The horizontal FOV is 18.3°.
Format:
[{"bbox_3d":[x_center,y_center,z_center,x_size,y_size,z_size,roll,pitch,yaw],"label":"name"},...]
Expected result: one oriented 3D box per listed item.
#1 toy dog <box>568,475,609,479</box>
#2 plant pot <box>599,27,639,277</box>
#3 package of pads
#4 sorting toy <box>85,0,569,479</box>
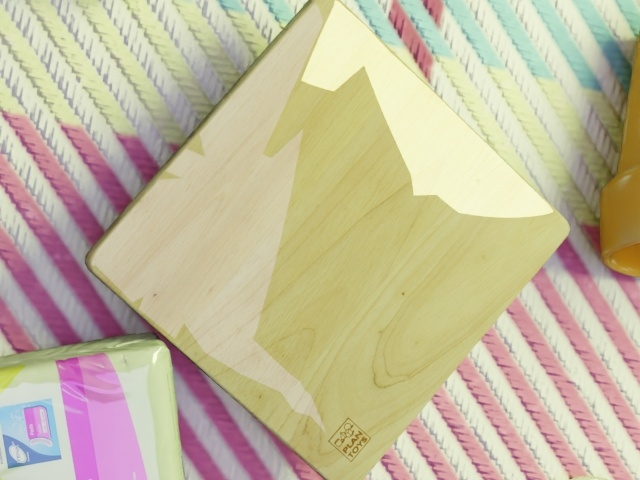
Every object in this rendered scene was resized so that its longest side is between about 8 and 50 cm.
[{"bbox_3d":[0.141,0.325,1.464,0.333,0.161,0.220,-18,99,-15],"label":"toy dog"},{"bbox_3d":[0.309,-0.080,1.481,0.205,0.205,0.188,3,77,-17],"label":"plant pot"},{"bbox_3d":[-0.236,0.201,1.366,0.296,0.101,0.229,-9,97,-8],"label":"package of pads"},{"bbox_3d":[0.000,0.000,1.439,0.255,0.089,0.257,43,82,-15],"label":"sorting toy"}]
